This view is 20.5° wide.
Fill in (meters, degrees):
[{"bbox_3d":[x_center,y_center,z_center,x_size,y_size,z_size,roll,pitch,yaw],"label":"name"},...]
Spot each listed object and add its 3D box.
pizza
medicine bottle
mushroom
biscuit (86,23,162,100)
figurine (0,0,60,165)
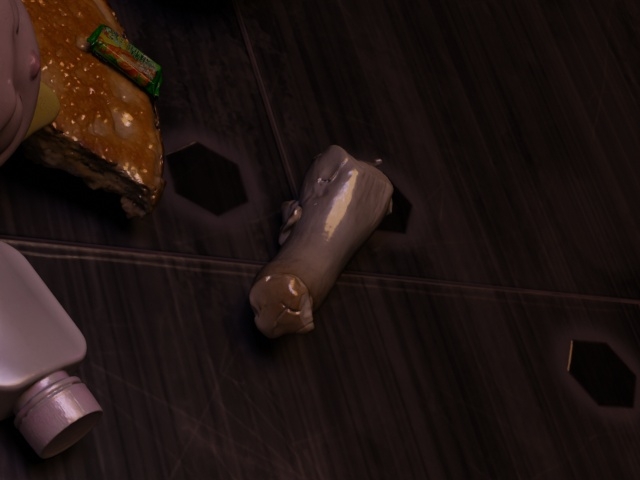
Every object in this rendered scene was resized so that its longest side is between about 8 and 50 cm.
[{"bbox_3d":[-0.265,-0.156,1.690,0.223,0.089,0.323,8,47,-42],"label":"pizza"},{"bbox_3d":[-0.260,0.092,1.481,0.183,0.069,0.119,50,40,14],"label":"medicine bottle"},{"bbox_3d":[-0.001,0.001,1.740,0.099,0.096,0.278,34,45,-4],"label":"mushroom"},{"bbox_3d":[-0.187,-0.176,1.713,0.089,0.016,0.046,37,32,-16],"label":"biscuit"},{"bbox_3d":[-0.394,-0.197,1.381,0.361,0.378,0.266,34,72,5],"label":"figurine"}]
